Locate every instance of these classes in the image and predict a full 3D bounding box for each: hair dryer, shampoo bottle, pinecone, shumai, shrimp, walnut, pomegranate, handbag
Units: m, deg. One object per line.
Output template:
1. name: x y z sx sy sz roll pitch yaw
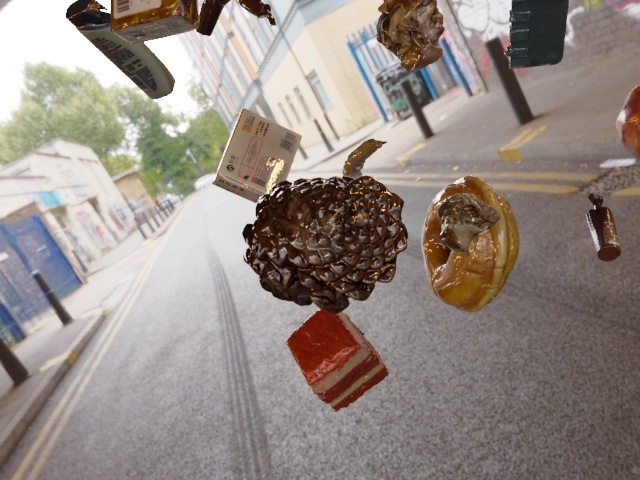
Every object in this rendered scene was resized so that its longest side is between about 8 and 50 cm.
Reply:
1. hair dryer: -0.261 -0.727 1.707 0.123 0.340 0.313 -20 -30 -44
2. shampoo bottle: -0.580 -0.569 1.625 0.134 0.359 0.078 -7 62 25
3. pinecone: 0.000 0.005 1.041 0.298 0.242 0.295 -36 27 -31
4. shumai: 0.318 -0.028 1.189 0.145 0.145 0.116 -14 58 51
5. shampoo bottle: 0.815 -0.044 1.569 0.067 0.068 0.236 -26 31 36
6. shrimp: 0.165 -0.243 1.980 0.185 0.287 0.068 12 32 25
7. walnut: 0.265 -0.607 1.553 0.141 0.238 0.204 -17 14 -32
8. pomegranate: 0.827 -0.292 1.302 0.209 0.209 0.209 -28 12 6
9. handbag: 0.660 -0.648 1.672 0.179 0.229 0.062 0 46 19

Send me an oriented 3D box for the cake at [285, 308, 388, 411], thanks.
1. cake: 0.054 0.438 2.069 0.270 0.319 0.269 -38 47 0

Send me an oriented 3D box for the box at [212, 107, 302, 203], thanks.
1. box: -0.200 -0.260 1.736 0.091 0.220 0.274 -42 27 61

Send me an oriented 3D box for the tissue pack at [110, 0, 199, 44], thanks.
1. tissue pack: -0.336 -0.530 1.087 0.183 0.226 0.092 -3 -5 21

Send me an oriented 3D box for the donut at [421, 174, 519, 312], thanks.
1. donut: 0.471 0.012 1.770 0.197 0.450 0.449 0 6 -13
